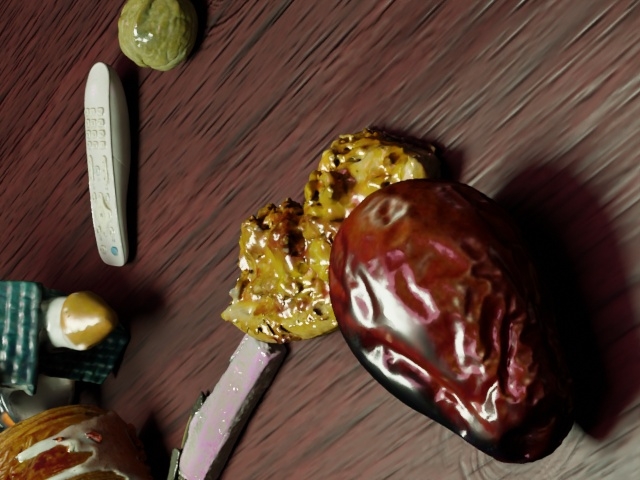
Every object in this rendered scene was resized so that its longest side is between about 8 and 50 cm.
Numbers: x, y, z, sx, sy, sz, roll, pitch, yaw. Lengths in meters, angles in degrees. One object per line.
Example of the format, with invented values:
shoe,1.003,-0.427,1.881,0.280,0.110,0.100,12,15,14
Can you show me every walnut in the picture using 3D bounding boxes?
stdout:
walnut,-0.170,-0.223,1.720,0.092,0.092,0.092,-3,86,55

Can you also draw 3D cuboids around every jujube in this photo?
jujube,0.105,0.062,1.248,0.236,0.168,0.168,56,133,31

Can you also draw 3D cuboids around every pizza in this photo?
pizza,0.000,0.000,1.460,0.305,0.085,0.161,-44,53,44

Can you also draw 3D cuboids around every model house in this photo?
model house,-0.330,0.140,1.795,0.301,0.271,0.190,-13,68,42

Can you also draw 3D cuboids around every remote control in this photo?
remote control,-0.233,-0.086,1.840,0.073,0.044,0.229,3,100,59

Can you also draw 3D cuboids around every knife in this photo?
knife,-0.151,0.258,1.723,0.045,0.021,0.222,49,128,48

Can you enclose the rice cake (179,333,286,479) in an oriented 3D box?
rice cake,-0.090,0.169,1.624,0.047,0.036,0.207,56,131,34

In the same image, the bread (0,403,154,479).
bread,-0.289,0.270,1.753,0.212,0.224,0.142,-45,52,17
